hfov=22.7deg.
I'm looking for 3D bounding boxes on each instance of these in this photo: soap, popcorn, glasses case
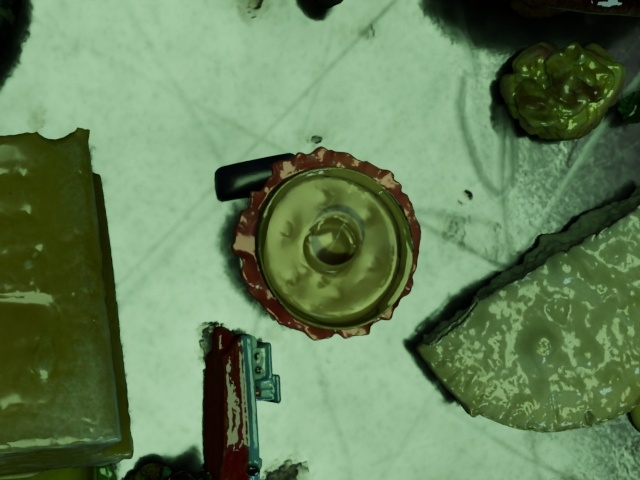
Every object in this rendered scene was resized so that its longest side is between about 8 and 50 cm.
[{"bbox_3d":[-0.301,0.063,1.361,0.259,0.143,0.281,-9,73,-8],"label":"soap"},{"bbox_3d":[0.230,-0.140,1.497,0.109,0.089,0.097,-14,103,-11],"label":"popcorn"},{"bbox_3d":[-0.057,-0.060,1.486,0.083,0.023,0.034,-12,93,-8],"label":"glasses case"}]

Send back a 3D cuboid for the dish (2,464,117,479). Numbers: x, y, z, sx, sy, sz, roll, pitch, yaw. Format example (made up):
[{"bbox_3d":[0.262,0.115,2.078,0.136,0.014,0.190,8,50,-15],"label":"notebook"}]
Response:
[{"bbox_3d":[-0.266,0.211,1.422,0.207,0.080,0.149,41,75,6],"label":"dish"}]

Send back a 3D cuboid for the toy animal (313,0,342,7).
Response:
[{"bbox_3d":[0.078,-0.379,1.467,0.168,0.106,0.343,5,93,-9],"label":"toy animal"}]

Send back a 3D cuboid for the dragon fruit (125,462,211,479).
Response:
[{"bbox_3d":[-0.119,0.269,1.420,0.138,0.175,0.142,25,103,-36],"label":"dragon fruit"}]

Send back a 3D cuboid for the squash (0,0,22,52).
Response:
[{"bbox_3d":[-0.384,-0.226,1.374,0.252,0.165,0.252,1,86,-7],"label":"squash"}]

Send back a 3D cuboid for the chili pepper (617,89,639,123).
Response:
[{"bbox_3d":[0.375,-0.109,1.531,0.182,0.050,0.073,27,93,-4],"label":"chili pepper"}]

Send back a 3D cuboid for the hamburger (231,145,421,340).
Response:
[{"bbox_3d":[0.002,0.003,1.436,0.175,0.137,0.175,-1,94,-11],"label":"hamburger"}]

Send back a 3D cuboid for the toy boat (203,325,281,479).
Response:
[{"bbox_3d":[-0.071,0.164,1.462,0.058,0.069,0.173,1,87,-25],"label":"toy boat"}]

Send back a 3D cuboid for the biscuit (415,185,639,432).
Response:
[{"bbox_3d":[0.246,0.075,1.483,0.281,0.084,0.179,-38,82,-5],"label":"biscuit"}]

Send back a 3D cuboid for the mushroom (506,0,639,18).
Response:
[{"bbox_3d":[0.242,-0.270,1.442,0.231,0.194,0.138,4,95,-21],"label":"mushroom"}]

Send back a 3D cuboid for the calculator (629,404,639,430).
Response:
[{"bbox_3d":[0.396,0.112,1.541,0.236,0.033,0.157,-11,92,-5],"label":"calculator"}]
